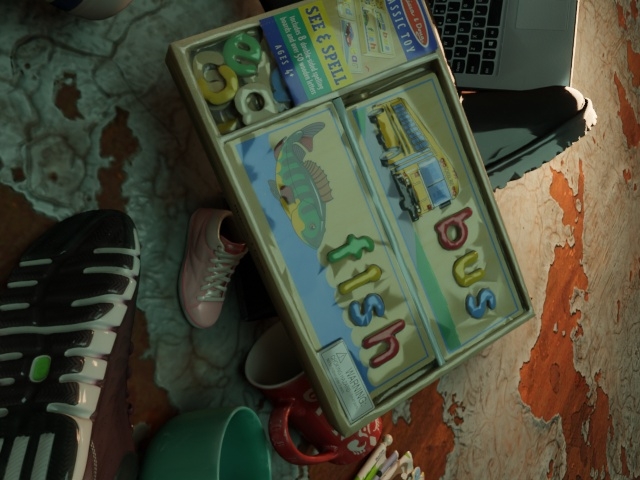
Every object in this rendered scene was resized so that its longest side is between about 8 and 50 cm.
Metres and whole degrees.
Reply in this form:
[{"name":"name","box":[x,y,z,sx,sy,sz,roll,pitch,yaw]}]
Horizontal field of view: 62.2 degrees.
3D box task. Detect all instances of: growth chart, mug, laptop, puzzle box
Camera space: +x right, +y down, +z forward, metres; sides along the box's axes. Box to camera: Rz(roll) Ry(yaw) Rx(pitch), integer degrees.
[{"name":"growth chart","box":[0.109,0.404,0.787,0.172,0.021,0.237,-47,120,-34]},{"name":"mug","box":[-0.011,0.197,0.637,0.150,0.113,0.169,-48,123,-28]},{"name":"mug","box":[-0.112,0.242,0.529,0.158,0.097,0.130,67,18,-46]},{"name":"laptop","box":[0.201,-0.456,0.805,0.236,0.407,0.383,56,44,-69]},{"name":"puzzle box","box":[0.052,-0.043,0.553,0.271,0.052,0.409,-27,99,-20]}]

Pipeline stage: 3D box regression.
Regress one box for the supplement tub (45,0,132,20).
[{"name":"supplement tub","box":[-0.259,-0.329,0.349,0.324,0.235,0.236,19,74,-41]}]

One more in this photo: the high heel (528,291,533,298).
[{"name":"high heel","box":[0.234,0.133,0.900,0.377,0.127,0.182,12,107,-46]}]

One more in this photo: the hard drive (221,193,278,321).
[{"name":"hard drive","box":[0.000,0.000,0.692,0.254,0.054,0.172,-12,95,-43]}]

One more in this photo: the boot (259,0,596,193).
[{"name":"boot","box":[0.131,-0.272,0.681,0.366,0.146,0.446,-32,98,-19]}]

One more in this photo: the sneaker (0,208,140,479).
[{"name":"sneaker","box":[-0.209,0.120,0.471,0.163,0.106,0.282,87,3,-53]}]

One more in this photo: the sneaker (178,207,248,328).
[{"name":"sneaker","box":[-0.114,0.029,0.572,0.050,0.070,0.135,8,83,-45]}]
